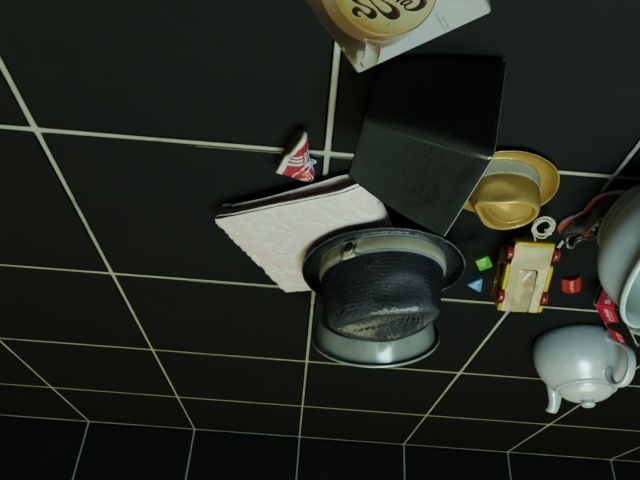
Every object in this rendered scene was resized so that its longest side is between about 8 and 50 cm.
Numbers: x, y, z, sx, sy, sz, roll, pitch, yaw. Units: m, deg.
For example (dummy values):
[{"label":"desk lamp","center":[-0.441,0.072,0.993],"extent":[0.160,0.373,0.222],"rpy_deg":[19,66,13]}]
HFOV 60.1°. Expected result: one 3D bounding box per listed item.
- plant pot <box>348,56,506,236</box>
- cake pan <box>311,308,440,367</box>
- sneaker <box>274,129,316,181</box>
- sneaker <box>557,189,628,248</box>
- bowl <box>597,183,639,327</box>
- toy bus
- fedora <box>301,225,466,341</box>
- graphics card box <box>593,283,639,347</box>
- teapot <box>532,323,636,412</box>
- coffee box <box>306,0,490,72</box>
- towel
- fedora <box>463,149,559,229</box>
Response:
[{"label":"plant pot","center":[0.141,-0.151,0.788],"extent":[0.166,0.188,0.187],"rpy_deg":[18,147,2]},{"label":"cake pan","center":[0.123,0.194,1.261],"extent":[0.293,0.293,0.054],"rpy_deg":[-1,107,7]},{"label":"sneaker","center":[-0.027,-0.140,0.931],"extent":[0.067,0.042,0.118],"rpy_deg":[20,152,-16]},{"label":"sneaker","center":[0.511,-0.032,1.018],"extent":[0.061,0.065,0.158],"rpy_deg":[16,145,-18]},{"label":"bowl","center":[0.575,-0.007,0.938],"extent":[0.297,0.134,0.298],"rpy_deg":[-17,131,-21]},{"label":"toy bus","center":[0.406,0.046,1.114],"extent":[0.202,0.104,0.191],"rpy_deg":[-38,110,21]},{"label":"fedora","center":[0.123,0.109,1.101],"extent":[0.333,0.153,0.334],"rpy_deg":[3,148,2]},{"label":"graphics card box","center":[0.804,0.189,1.164],"extent":[0.370,0.094,0.233],"rpy_deg":[15,161,45]},{"label":"teapot","center":[0.701,0.348,1.474],"extent":[0.252,0.187,0.256],"rpy_deg":[-14,142,25]},{"label":"coffee box","center":[0.035,-0.337,0.550],"extent":[0.168,0.119,0.297],"rpy_deg":[-16,142,29]},{"label":"towel","center":[0.000,0.000,1.134],"extent":[0.316,0.054,0.332],"rpy_deg":[-10,146,20]},{"label":"fedora","center":[0.319,-0.074,0.962],"extent":[0.194,0.079,0.194],"rpy_deg":[3,147,2]}]
